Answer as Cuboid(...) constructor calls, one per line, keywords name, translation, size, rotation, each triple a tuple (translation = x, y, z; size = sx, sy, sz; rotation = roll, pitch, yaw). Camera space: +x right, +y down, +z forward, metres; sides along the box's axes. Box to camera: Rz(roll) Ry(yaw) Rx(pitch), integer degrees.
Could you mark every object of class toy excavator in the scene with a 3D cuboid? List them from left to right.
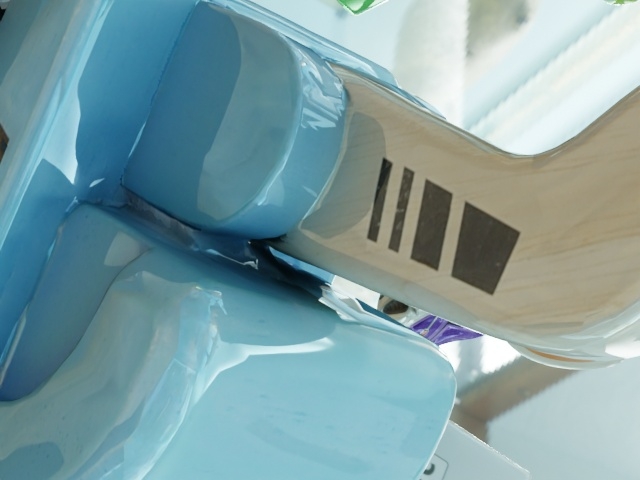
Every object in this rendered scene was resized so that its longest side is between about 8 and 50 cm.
Cuboid(name="toy excavator", translation=(0.000, 0.000, 0.517), size=(0.445, 0.222, 0.433), rotation=(29, -83, 42))

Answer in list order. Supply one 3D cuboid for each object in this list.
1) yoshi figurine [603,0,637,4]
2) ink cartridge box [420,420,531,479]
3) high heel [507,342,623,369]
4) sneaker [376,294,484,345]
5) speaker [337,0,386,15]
Cuboid(name="yoshi figurine", translation=(0.265, -0.363, 1.282), size=(0.203, 0.203, 0.362), rotation=(-5, -139, 25))
Cuboid(name="ink cartridge box", translation=(0.074, 0.247, 0.817), size=(0.060, 0.239, 0.275), rotation=(-52, -173, 46))
Cuboid(name="high heel", translation=(0.170, 0.027, 1.205), size=(0.117, 0.244, 0.082), rotation=(-41, 142, -43))
Cuboid(name="sneaker", translation=(0.123, 0.026, 0.978), size=(0.170, 0.071, 0.068), rotation=(-29, -147, 13))
Cuboid(name="speaker", translation=(0.097, -0.288, 0.923), size=(0.296, 0.131, 0.131), rotation=(-41, -153, 8))
